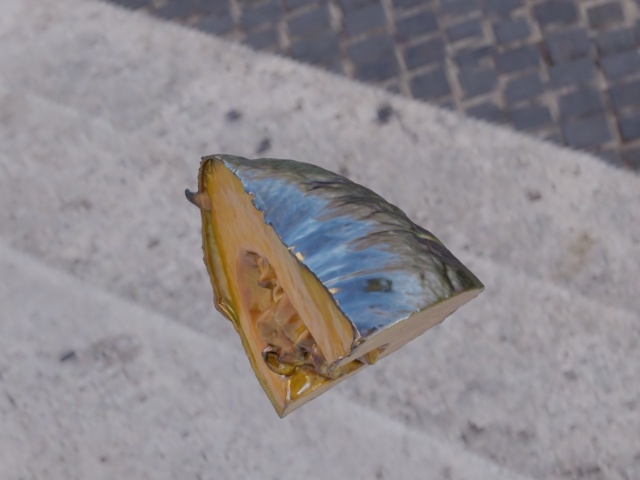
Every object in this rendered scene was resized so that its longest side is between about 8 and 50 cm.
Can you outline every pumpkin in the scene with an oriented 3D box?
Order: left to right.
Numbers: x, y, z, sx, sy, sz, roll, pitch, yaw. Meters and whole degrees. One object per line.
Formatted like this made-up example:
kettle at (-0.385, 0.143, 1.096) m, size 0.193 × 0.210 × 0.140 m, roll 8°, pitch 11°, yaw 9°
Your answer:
pumpkin at (0.004, -0.002, 1.135) m, size 0.111 × 0.278 × 0.163 m, roll -25°, pitch 83°, yaw -15°
